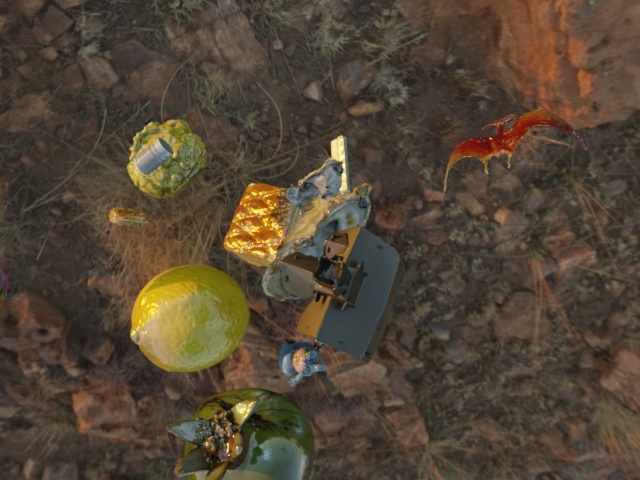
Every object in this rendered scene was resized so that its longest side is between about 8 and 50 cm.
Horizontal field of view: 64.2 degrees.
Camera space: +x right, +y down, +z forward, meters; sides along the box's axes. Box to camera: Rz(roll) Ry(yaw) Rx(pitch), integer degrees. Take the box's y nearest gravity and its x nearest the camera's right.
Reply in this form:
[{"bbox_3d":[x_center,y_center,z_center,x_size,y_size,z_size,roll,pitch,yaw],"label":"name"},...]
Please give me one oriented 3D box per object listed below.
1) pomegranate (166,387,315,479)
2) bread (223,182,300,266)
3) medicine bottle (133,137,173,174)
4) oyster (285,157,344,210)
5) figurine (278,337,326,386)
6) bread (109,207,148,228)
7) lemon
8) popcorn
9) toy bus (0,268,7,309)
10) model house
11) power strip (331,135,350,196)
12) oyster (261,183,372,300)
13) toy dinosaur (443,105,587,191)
[{"bbox_3d":[-0.091,0.226,0.568,0.152,0.131,0.191,-10,152,16],"label":"pomegranate"},{"bbox_3d":[-0.169,-0.042,1.874,0.207,0.279,0.279,37,73,-53],"label":"bread"},{"bbox_3d":[-0.441,-0.222,1.347,0.091,0.058,0.058,-36,120,9],"label":"medicine bottle"},{"bbox_3d":[-0.001,-0.131,1.272,0.165,0.053,0.108,-33,111,15],"label":"oyster"},{"bbox_3d":[-0.034,0.336,1.447,0.144,0.178,0.114,-18,89,-30],"label":"figurine"},{"bbox_3d":[-0.563,-0.066,1.500,0.110,0.083,0.044,9,103,-33],"label":"bread"},{"bbox_3d":[-0.372,0.224,1.485,0.336,0.336,0.336,-6,119,-10],"label":"lemon"},{"bbox_3d":[-0.473,-0.252,1.555,0.225,0.249,0.249,40,104,-11],"label":"popcorn"},{"bbox_3d":[-0.611,0.018,0.809,0.090,0.112,0.274,-7,134,-1],"label":"toy bus"},{"bbox_3d":[0.020,0.076,0.910,0.211,0.204,0.243,-68,159,-12],"label":"model house"},{"bbox_3d":[0.077,-0.270,1.908,0.027,0.060,0.253,3,81,-52],"label":"power strip"},{"bbox_3d":[-0.004,-0.002,1.142,0.166,0.110,0.341,40,70,-33],"label":"oyster"},{"bbox_3d":[0.448,-0.215,1.274,0.327,0.206,0.113,-34,120,14],"label":"toy dinosaur"}]
